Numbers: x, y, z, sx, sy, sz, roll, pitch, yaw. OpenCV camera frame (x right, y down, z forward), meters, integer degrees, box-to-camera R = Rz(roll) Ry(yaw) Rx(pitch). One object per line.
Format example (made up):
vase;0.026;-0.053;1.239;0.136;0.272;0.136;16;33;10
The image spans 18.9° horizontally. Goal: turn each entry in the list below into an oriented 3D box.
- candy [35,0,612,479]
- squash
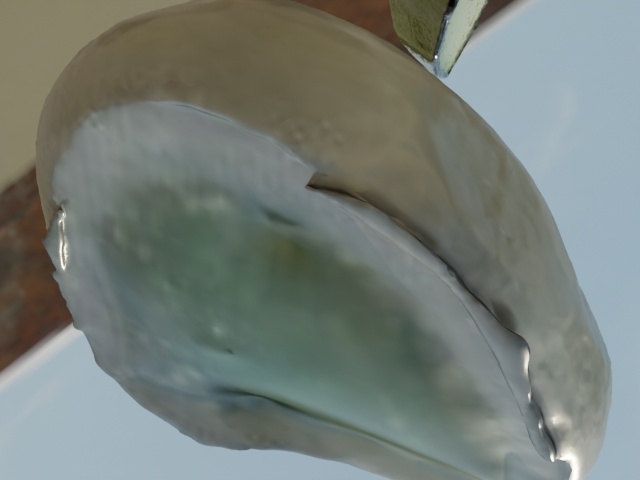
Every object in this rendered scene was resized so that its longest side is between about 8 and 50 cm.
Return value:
candy;0.000;0.000;1.201;0.386;0.427;0.186;16;-118;22
squash;0.097;-0.226;1.436;0.192;0.085;0.184;-63;170;2
